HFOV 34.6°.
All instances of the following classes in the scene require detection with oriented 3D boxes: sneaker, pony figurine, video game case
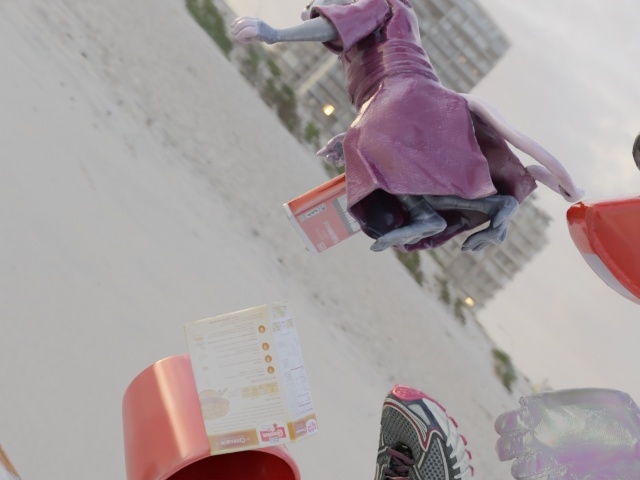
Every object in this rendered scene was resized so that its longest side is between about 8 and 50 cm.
[{"bbox_3d":[0.099,0.309,1.181,0.121,0.112,0.299,21,-62,52],"label":"sneaker"},{"bbox_3d":[0.376,0.300,1.089,0.363,0.351,0.302,-38,108,-73],"label":"pony figurine"},{"bbox_3d":[0.096,-0.075,1.372,0.025,0.285,0.204,62,1,17],"label":"video game case"}]

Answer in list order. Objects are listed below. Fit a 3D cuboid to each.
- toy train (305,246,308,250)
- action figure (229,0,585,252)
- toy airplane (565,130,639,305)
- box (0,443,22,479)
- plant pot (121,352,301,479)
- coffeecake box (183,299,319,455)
[{"bbox_3d":[0.000,0.000,1.685,0.017,0.023,0.083,32,28,22],"label":"toy train"},{"bbox_3d":[0.084,-0.172,1.121,0.248,0.276,0.370,35,36,-63],"label":"action figure"},{"bbox_3d":[0.454,0.056,0.937,0.384,0.272,0.386,15,1,37],"label":"toy airplane"},{"bbox_3d":[-0.581,0.345,1.525,0.345,0.168,0.215,62,-4,-8],"label":"box"},{"bbox_3d":[-0.196,0.330,1.632,0.275,0.275,0.243,47,9,-45],"label":"plant pot"},{"bbox_3d":[-0.096,0.188,1.401,0.068,0.142,0.185,-6,82,-61],"label":"coffeecake box"}]
